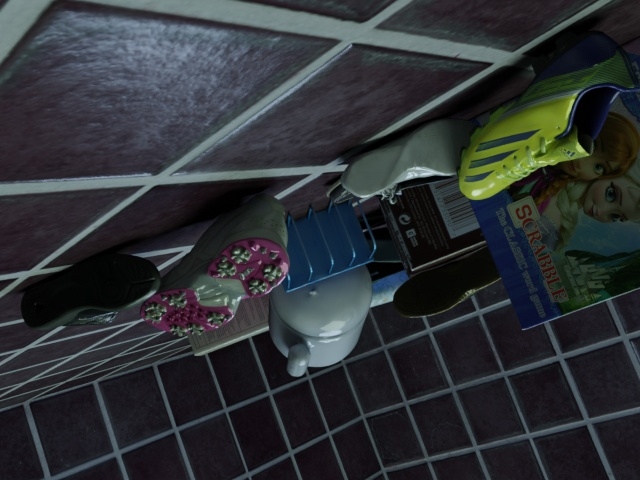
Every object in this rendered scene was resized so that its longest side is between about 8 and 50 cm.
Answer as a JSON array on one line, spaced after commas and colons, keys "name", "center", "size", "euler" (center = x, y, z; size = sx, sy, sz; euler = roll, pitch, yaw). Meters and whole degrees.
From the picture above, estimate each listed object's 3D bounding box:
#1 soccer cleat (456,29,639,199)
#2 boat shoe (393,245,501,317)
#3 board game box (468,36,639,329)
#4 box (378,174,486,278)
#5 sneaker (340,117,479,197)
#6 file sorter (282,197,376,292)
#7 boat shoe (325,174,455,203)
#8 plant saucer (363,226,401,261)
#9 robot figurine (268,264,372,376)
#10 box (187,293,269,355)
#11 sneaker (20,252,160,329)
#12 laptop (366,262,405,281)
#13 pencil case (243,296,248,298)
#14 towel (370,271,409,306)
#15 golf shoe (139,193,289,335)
[{"name": "soccer cleat", "center": [0.273, -0.129, 0.954], "size": [0.093, 0.121, 0.289], "euler": [-15, 153, -39]}, {"name": "boat shoe", "center": [0.238, 0.077, 1.351], "size": [0.223, 0.080, 0.073], "euler": [-28, 164, 15]}, {"name": "board game box", "center": [0.378, -0.075, 1.081], "size": [0.317, 0.319, 0.066], "euler": [-25, 170, 23]}, {"name": "box", "center": [0.210, -0.040, 1.396], "size": [0.167, 0.169, 0.203], "euler": [-22, 171, 2]}, {"name": "sneaker", "center": [0.127, -0.119, 1.082], "size": [0.212, 0.080, 0.094], "euler": [-17, -174, -6]}, {"name": "file sorter", "center": [0.000, 0.000, 1.327], "size": [0.170, 0.118, 0.104], "euler": [-20, 169, -9]}, {"name": "boat shoe", "center": [0.111, -0.092, 1.182], "size": [0.206, 0.065, 0.075], "euler": [-21, 172, 3]}, {"name": "plant saucer", "center": [0.211, -0.001, 1.699], "size": [0.317, 0.044, 0.317], "euler": [-4, -172, 1]}, {"name": "robot figurine", "center": [-0.005, 0.129, 1.534], "size": [0.199, 0.300, 0.353], "euler": [15, 151, 3]}, {"name": "box", "center": [-0.162, 0.148, 1.776], "size": [0.311, 0.148, 0.121], "euler": [-19, 172, -1]}, {"name": "sneaker", "center": [-0.320, 0.074, 1.140], "size": [0.227, 0.087, 0.130], "euler": [-21, 174, 20]}, {"name": "laptop", "center": [0.188, 0.056, 2.043], "size": [0.234, 0.137, 0.264], "euler": [-19, 162, -9]}, {"name": "pencil case", "center": [-0.188, 0.105, 1.632], "size": [0.209, 0.095, 0.098], "euler": [-20, 141, 0]}, {"name": "towel", "center": [0.070, 0.136, 2.116], "size": [0.320, 0.090, 0.374], "euler": [-16, -172, -34]}, {"name": "golf shoe", "center": [-0.152, 0.041, 1.125], "size": [0.306, 0.140, 0.115], "euler": [-30, 127, 35]}]
